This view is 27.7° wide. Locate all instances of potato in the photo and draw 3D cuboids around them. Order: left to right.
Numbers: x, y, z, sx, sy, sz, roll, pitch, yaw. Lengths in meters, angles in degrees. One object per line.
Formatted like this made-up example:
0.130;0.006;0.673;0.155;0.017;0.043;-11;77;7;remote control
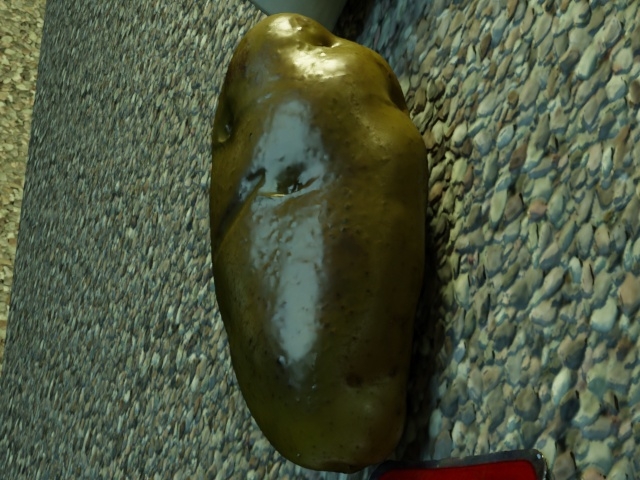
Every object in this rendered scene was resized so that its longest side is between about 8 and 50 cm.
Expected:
0.000;0.000;0.998;0.195;0.176;0.369;-13;64;18;potato

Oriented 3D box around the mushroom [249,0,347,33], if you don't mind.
0.036;-0.380;1.183;0.177;0.126;0.397;-85;19;-60;mushroom

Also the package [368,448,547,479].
0.051;0.258;0.803;0.194;0.071;0.269;-9;63;50;package
